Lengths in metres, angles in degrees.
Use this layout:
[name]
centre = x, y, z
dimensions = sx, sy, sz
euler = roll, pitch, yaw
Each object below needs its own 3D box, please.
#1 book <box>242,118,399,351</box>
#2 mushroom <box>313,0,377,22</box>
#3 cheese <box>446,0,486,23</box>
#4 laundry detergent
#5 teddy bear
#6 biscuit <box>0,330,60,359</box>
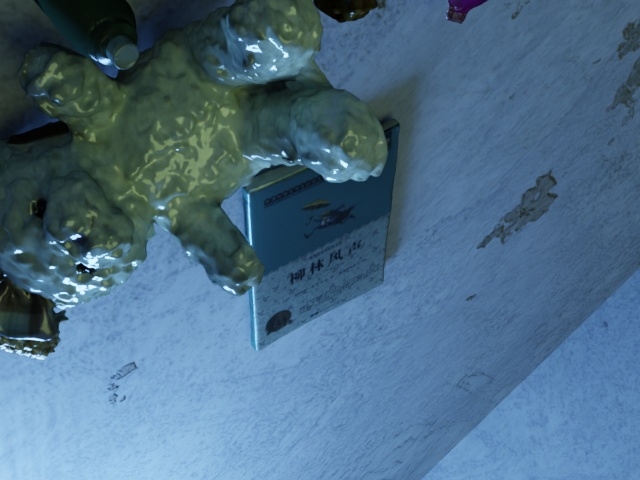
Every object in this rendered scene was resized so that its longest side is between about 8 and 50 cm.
[book]
centre = 0.000, 0.000, 1.414
dimensions = 0.264, 0.031, 0.379
euler = -27, 145, -22
[mushroom]
centre = 0.062, -0.375, 0.734
dimensions = 0.334, 0.331, 0.356
euler = -51, 141, -6
[cheese]
centre = 0.209, -0.387, 1.135
dimensions = 0.155, 0.062, 0.244
euler = -15, 130, -57
[laundry detergent]
centre = -0.216, -0.214, 0.772
dimensions = 0.063, 0.211, 0.137
euler = -42, 146, 3
[teddy bear]
centre = -0.188, -0.048, 0.912
dimensions = 0.362, 0.375, 0.327
euler = -46, 118, -25
[biscuit]
centre = -0.384, 0.094, 1.094
dimensions = 0.070, 0.082, 0.168
euler = -63, 149, -12
